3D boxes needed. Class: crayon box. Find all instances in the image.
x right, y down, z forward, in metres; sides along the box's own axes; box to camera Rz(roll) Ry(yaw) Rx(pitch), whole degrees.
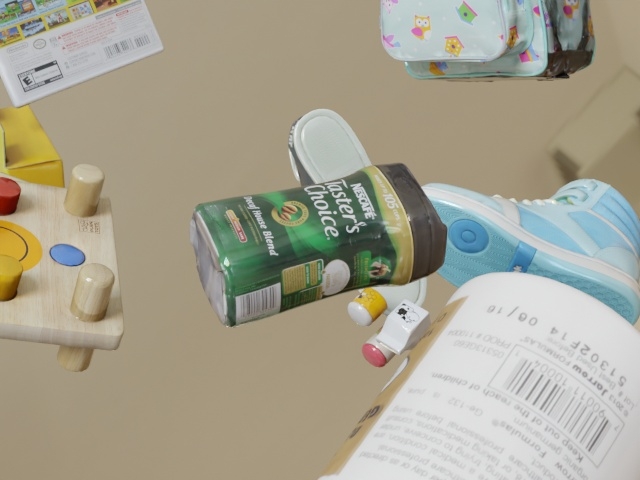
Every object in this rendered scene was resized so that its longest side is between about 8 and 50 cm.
[{"bbox_3d":[-0.412,-0.050,1.946,0.081,0.202,0.318,-11,-58,-20],"label":"crayon box"}]

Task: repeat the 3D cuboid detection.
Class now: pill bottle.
[{"bbox_3d":[0.061,0.136,0.647,0.229,0.131,0.131,-51,-22,-28],"label":"pill bottle"}]

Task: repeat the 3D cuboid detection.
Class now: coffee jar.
[{"bbox_3d":[0.000,0.000,1.063,0.184,0.096,0.079,-13,-46,-17],"label":"coffee jar"}]

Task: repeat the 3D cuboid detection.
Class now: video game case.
[{"bbox_3d":[-0.352,-0.314,1.897,0.227,0.206,0.026,-25,8,-23],"label":"video game case"}]

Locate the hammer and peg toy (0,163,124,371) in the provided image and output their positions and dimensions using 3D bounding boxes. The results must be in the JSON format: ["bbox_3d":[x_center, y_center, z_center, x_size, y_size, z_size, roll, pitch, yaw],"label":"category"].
[{"bbox_3d":[-0.341,-0.020,1.506,0.266,0.361,0.127,9,-56,-18],"label":"hammer and peg toy"}]

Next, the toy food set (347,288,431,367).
[{"bbox_3d":[0.112,0.160,1.749,0.104,0.232,0.111,-43,-35,-25],"label":"toy food set"}]

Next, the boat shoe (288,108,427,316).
[{"bbox_3d":[0.050,-0.035,1.885,0.114,0.302,0.091,-22,0,-11],"label":"boat shoe"}]

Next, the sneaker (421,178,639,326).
[{"bbox_3d":[0.264,-0.019,1.764,0.127,0.319,0.208,-60,3,44],"label":"sneaker"}]

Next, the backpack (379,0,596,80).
[{"bbox_3d":[0.136,-0.230,1.175,0.144,0.166,0.188,-3,-84,-46],"label":"backpack"}]
